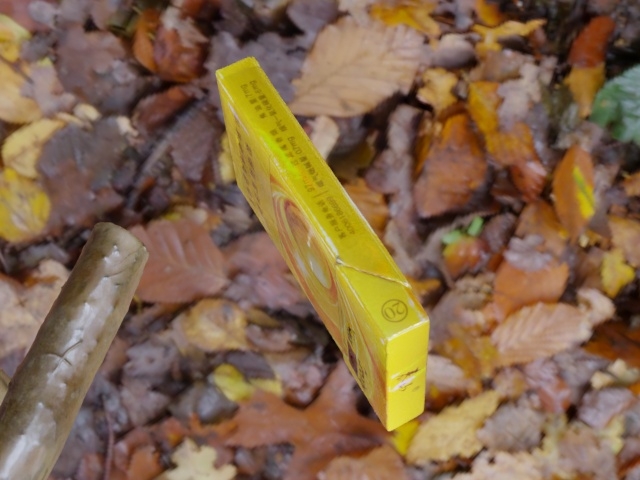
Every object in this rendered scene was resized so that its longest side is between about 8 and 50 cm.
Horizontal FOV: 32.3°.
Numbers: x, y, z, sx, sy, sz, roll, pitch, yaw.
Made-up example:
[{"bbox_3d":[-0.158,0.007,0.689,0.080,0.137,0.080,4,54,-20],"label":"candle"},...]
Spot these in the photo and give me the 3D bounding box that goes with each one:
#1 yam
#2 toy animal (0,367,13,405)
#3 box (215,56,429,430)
[{"bbox_3d":[-0.179,0.094,0.727,0.057,0.057,0.241,37,61,-32],"label":"yam"},{"bbox_3d":[-0.311,0.130,1.062,0.069,0.086,0.220,-37,156,5],"label":"toy animal"},{"bbox_3d":[0.000,0.000,0.843,0.043,0.269,0.152,-26,150,-12],"label":"box"}]
